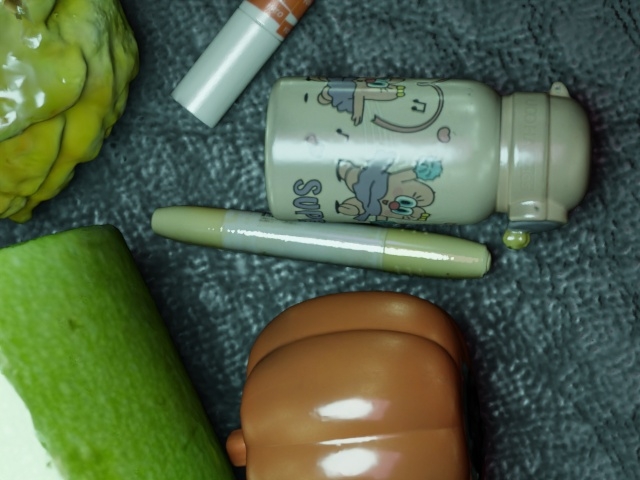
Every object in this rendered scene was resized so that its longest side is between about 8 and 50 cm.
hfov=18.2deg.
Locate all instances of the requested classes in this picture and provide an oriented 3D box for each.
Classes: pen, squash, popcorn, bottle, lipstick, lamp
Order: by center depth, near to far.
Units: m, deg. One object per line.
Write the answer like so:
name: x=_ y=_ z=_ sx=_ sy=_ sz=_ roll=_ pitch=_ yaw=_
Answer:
squash: x=-0.157 y=0.163 z=1.252 sx=0.210 sy=0.233 sz=0.309 roll=-21 pitch=87 yaw=6
lamp: x=0.020 y=0.123 z=1.260 sx=0.163 sy=0.187 sz=0.188 roll=-7 pitch=88 yaw=9
popcorn: x=-0.229 y=-0.126 z=1.272 sx=0.233 sy=0.192 sz=0.266 roll=18 pitch=122 yaw=-13
bottle: x=0.072 y=-0.051 z=1.299 sx=0.209 sy=0.097 sz=0.110 roll=2 pitch=80 yaw=7
pen: x=0.000 y=0.000 z=1.341 sx=0.233 sy=0.040 sz=0.032 roll=8 pitch=89 yaw=11
lipstick: x=-0.047 y=-0.138 z=1.346 sx=0.038 sy=0.038 sz=0.131 roll=39 pitch=93 yaw=6
